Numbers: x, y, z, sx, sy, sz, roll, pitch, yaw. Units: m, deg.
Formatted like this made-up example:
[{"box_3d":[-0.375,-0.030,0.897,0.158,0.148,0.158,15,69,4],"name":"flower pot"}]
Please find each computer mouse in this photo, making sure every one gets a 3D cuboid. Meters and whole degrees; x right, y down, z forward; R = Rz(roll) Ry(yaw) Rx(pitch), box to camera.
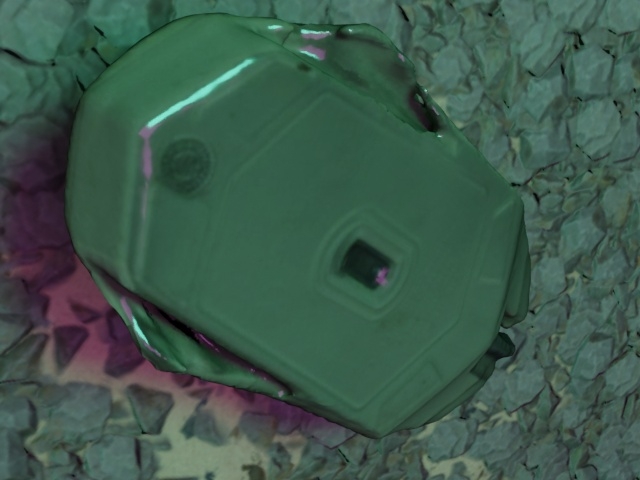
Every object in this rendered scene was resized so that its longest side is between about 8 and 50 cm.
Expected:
[{"box_3d":[-0.001,0.000,0.565,0.429,0.145,0.228,34,85,-43],"name":"computer mouse"}]
